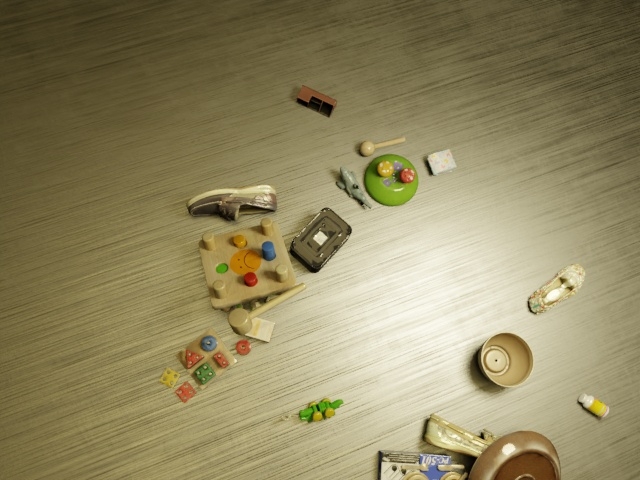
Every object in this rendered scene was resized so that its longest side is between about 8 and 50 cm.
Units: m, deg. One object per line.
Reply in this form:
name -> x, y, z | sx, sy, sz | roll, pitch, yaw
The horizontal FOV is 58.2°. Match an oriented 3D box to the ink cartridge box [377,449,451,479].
ink cartridge box -> 0.274, 0.673, 1.685 | 0.207, 0.046, 0.097 | 6, 77, -4

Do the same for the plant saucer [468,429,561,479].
plant saucer -> 0.565, 0.696, 1.637 | 0.311, 0.050, 0.310 | -3, 101, -17

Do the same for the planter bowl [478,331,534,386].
planter bowl -> 0.552, 0.366, 1.758 | 0.162, 0.109, 0.162 | 1, 75, -5

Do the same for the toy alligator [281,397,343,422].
toy alligator -> -0.021, 0.515, 1.698 | 0.190, 0.056, 0.051 | -15, 118, -9

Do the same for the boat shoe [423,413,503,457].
boat shoe -> 0.453, 0.589, 1.693 | 0.285, 0.104, 0.089 | 15, 77, -1

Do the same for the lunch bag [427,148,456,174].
lunch bag -> 0.404, -0.261, 1.936 | 0.083, 0.053, 0.071 | -17, 80, -19

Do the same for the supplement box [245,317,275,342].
supplement box -> -0.194, 0.268, 1.750 | 0.098, 0.036, 0.062 | 17, 74, -1

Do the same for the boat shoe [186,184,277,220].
boat shoe -> -0.274, -0.109, 1.809 | 0.285, 0.103, 0.092 | -10, 72, -14

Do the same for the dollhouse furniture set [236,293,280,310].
dollhouse furniture set -> -0.187, 0.171, 1.756 | 0.152, 0.076, 0.058 | -22, 80, -10

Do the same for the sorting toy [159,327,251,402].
sorting toy -> -0.348, 0.356, 1.708 | 0.274, 0.046, 0.132 | -38, 82, -13

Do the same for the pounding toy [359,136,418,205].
pounding toy -> 0.235, -0.239, 1.884 | 0.183, 0.110, 0.236 | -12, 77, -8

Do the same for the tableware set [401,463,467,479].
tableware set -> 0.328, 0.707, 1.638 | 0.194, 0.039, 0.128 | 1, 79, -5

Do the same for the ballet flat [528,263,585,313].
ballet flat -> 0.777, 0.155, 1.851 | 0.241, 0.077, 0.091 | -37, 81, -14

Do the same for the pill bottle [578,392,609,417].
pill bottle -> 0.846, 0.510, 1.782 | 0.083, 0.043, 0.043 | 33, 75, 3

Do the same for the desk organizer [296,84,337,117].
desk organizer -> -0.014, -0.473, 1.954 | 0.130, 0.047, 0.050 | 25, 77, 1

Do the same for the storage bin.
storage bin -> 0.000, 0.000, 1.814 | 0.122, 0.084, 0.180 | 42, 75, 6

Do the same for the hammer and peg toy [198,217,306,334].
hammer and peg toy -> -0.199, 0.110, 1.687 | 0.266, 0.127, 0.361 | -15, 53, -9

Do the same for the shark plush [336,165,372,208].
shark plush -> 0.108, -0.166, 1.875 | 0.073, 0.067, 0.161 | -23, 79, -11
